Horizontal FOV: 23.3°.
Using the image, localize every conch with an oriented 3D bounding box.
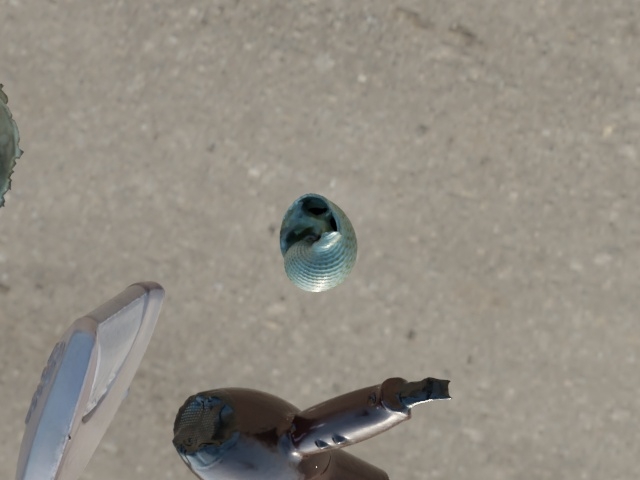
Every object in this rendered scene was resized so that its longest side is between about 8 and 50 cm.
[{"bbox_3d":[0.002,0.001,1.289,0.057,0.076,0.085,0,150,-44],"label":"conch"}]

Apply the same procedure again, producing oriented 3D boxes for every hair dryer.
[{"bbox_3d":[0.043,0.213,1.681,0.313,0.123,0.340,24,146,-39],"label":"hair dryer"}]

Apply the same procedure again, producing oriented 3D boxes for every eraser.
[{"bbox_3d":[-0.232,0.158,1.420,0.059,0.204,0.243,27,103,5],"label":"eraser"}]

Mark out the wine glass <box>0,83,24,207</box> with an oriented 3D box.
[{"bbox_3d":[-0.398,-0.123,1.254,0.238,0.238,0.323,4,157,17],"label":"wine glass"}]
